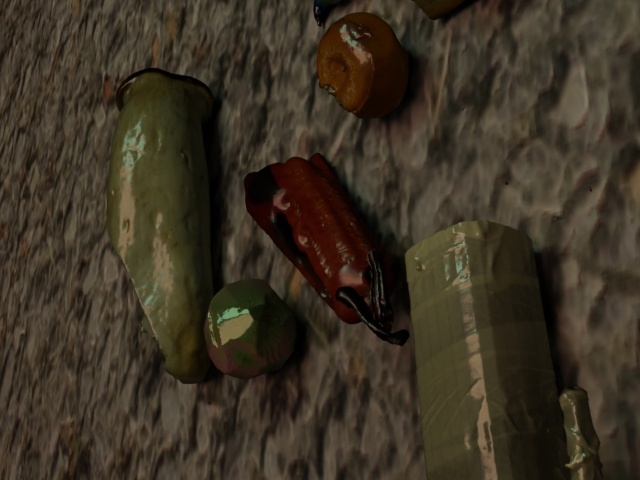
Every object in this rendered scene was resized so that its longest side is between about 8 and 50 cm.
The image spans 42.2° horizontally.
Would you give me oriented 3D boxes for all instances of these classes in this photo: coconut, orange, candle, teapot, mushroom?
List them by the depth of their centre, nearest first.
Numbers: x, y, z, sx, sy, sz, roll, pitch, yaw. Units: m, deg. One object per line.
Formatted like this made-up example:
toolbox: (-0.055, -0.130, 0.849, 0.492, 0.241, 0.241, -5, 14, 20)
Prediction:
teapot: (0.112, 0.090, 0.493, 0.107, 0.077, 0.201, -27, 58, 43)
candle: (0.000, 0.000, 0.640, 0.084, 0.059, 0.302, -53, 29, 12)
orange: (0.038, -0.143, 0.668, 0.086, 0.062, 0.086, 33, 132, 45)
coconut: (-0.060, 0.077, 0.707, 0.083, 0.082, 0.081, -49, -5, -31)
mushroom: (-0.161, -0.023, 0.836, 0.087, 0.107, 0.333, 82, -175, -71)

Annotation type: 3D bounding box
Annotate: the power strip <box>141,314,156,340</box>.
power strip: (-0.164, 0.063, 0.882, 0.040, 0.016, 0.090, 36, 106, 50)

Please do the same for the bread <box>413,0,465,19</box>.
bread: (0.105, -0.365, 0.646, 0.138, 0.077, 0.362, -23, 62, 46)

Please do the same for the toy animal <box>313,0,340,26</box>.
toy animal: (0.026, -0.267, 0.693, 0.075, 0.041, 0.217, 54, 152, 30)
